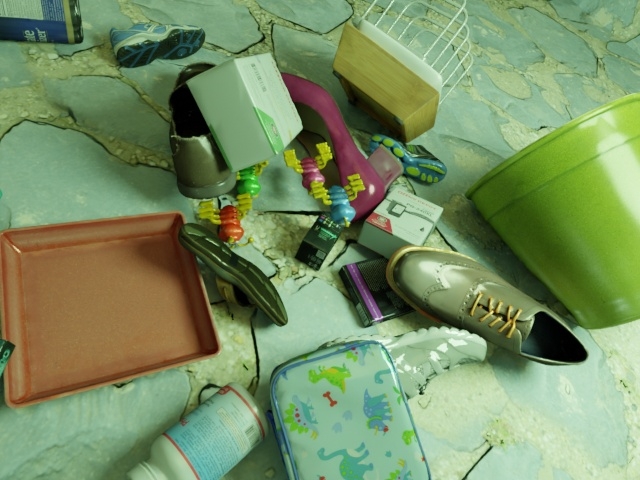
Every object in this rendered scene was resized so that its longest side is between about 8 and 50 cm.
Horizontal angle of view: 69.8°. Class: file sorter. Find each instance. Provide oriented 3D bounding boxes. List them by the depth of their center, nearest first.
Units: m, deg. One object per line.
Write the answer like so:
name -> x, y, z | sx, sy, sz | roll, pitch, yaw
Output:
file sorter -> 0.233, -0.461, 1.069 | 0.193, 0.173, 0.278 | 41, 9, 20

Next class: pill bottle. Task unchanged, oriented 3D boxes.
pill bottle -> -0.149, 0.257, 0.567 | 0.160, 0.087, 0.087 | -32, 72, -36
pill bottle -> -0.584, -0.447, 0.878 | 0.220, 0.122, 0.122 | -9, 60, -25

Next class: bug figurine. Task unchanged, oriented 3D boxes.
bug figurine -> -0.068, -0.082, 0.820 | 0.279, 0.072, 0.216 | -9, 47, -1

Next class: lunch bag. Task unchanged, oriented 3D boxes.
lunch bag -> 0.030, 0.246, 0.596 | 0.176, 0.090, 0.218 | -16, 81, -10

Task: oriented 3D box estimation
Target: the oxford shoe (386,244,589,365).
oxford shoe -> 0.285, 0.108, 0.772 | 0.364, 0.133, 0.129 | 24, 89, -10

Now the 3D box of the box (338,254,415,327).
box -> 0.127, 0.083, 0.837 | 0.162, 0.029, 0.116 | -13, 62, -27

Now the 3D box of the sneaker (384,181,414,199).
sneaker -> 0.188, -0.098, 0.982 | 0.098, 0.038, 0.069 | 17, 53, -9

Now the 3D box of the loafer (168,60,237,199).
loafer -> -0.207, -0.237, 0.836 | 0.134, 0.130, 0.365 | -9, 49, -8

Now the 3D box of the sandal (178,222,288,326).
sandal -> -0.140, 0.062, 0.716 | 0.219, 0.060, 0.090 | 40, 14, -14

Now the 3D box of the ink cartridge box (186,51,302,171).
ink cartridge box -> -0.116, -0.226, 0.783 | 0.212, 0.093, 0.154 | -68, 136, -62

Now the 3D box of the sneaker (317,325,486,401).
sneaker -> 0.135, 0.204, 0.725 | 0.282, 0.105, 0.115 | -3, 71, -14

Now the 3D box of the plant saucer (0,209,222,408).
plant saucer -> -0.301, 0.084, 0.658 | 0.259, 0.047, 0.258 | -9, 61, -27

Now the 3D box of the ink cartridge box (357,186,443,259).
ink cartridge box -> 0.156, -0.030, 0.882 | 0.109, 0.063, 0.150 | 27, 42, 15

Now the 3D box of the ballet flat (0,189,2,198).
ballet flat -> -0.517, -0.037, 0.671 | 0.041, 0.041, 0.114 | 22, 51, -6

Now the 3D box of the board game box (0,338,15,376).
board game box -> -0.471, 0.161, 0.519 | 0.187, 0.026, 0.126 | 10, 60, 0

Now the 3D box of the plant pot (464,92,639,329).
plant pot -> 0.539, -0.029, 0.904 | 0.367, 0.366, 0.352 | -19, 77, -31

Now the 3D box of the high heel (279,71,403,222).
high heel -> -0.020, -0.199, 0.926 | 0.377, 0.127, 0.181 | 37, 58, 12

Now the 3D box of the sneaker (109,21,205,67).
sneaker -> -0.349, -0.441, 0.992 | 0.211, 0.080, 0.081 | -26, 72, -35

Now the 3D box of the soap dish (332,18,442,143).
soap dish -> 0.148, -0.328, 1.002 | 0.229, 0.118, 0.291 | 40, 8, 8

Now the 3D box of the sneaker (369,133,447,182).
sneaker -> 0.196, -0.188, 1.044 | 0.188, 0.067, 0.078 | 22, 30, -3

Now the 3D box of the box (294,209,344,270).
box -> 0.000, 0.000, 0.824 | 0.052, 0.062, 0.083 | 30, 51, 2
